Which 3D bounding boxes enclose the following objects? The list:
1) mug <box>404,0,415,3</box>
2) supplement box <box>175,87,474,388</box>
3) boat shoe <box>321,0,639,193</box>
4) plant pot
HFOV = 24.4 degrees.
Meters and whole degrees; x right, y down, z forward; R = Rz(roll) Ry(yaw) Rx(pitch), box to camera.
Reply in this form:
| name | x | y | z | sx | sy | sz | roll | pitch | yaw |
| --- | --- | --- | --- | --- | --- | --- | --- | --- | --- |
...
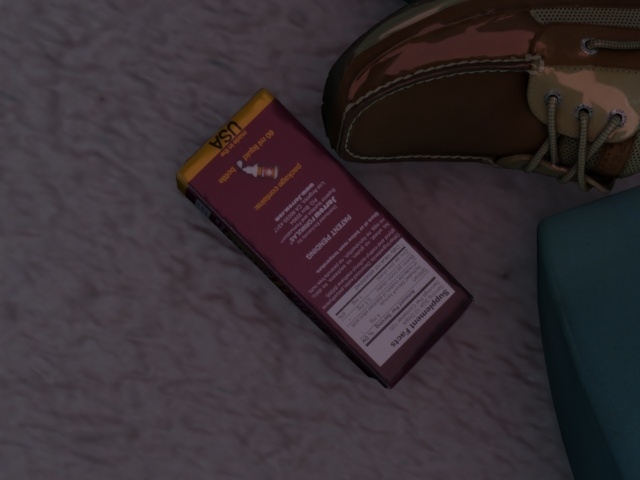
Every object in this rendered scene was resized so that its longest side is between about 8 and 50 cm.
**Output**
| name | x | y | z | sx | sy | sz | roll | pitch | yaw |
| --- | --- | --- | --- | --- | --- | --- | --- | --- | --- |
| mug | 0.104 | -0.208 | 0.966 | 0.158 | 0.097 | 0.129 | 16 | 87 | -4 |
| supplement box | 0.000 | 0.000 | 0.951 | 0.188 | 0.104 | 0.081 | 45 | 86 | -2 |
| boat shoe | 0.166 | -0.095 | 0.918 | 0.324 | 0.122 | 0.120 | -13 | 58 | -15 |
| plant pot | 0.227 | 0.086 | 0.908 | 0.166 | 0.165 | 0.234 | -18 | 56 | -4 |
